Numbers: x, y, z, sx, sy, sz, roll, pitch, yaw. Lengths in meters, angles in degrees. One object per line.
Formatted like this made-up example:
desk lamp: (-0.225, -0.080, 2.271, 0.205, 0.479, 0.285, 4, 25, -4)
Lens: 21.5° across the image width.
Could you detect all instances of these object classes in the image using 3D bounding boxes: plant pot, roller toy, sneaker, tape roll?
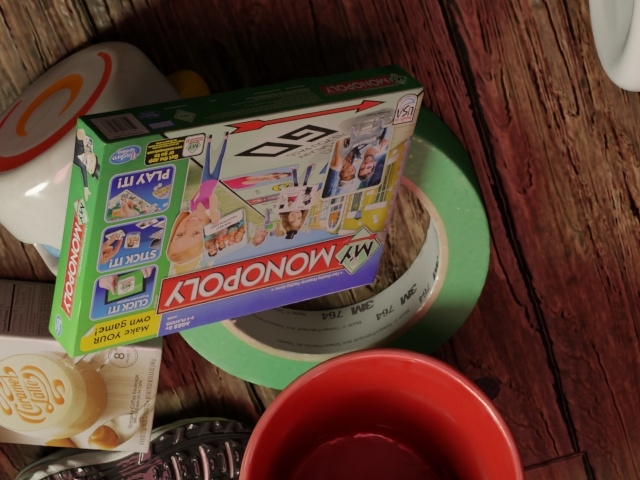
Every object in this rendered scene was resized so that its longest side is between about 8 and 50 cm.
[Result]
plant pot: (0.053, 0.260, 1.646, 0.274, 0.275, 0.243, -3, 166, -3)
roller toy: (-0.194, -0.066, 1.487, 0.191, 0.209, 0.146, -26, 123, 25)
sneaker: (-0.194, 0.234, 1.761, 0.271, 0.108, 0.100, -12, 108, -16)
tape roll: (0.000, 0.000, 1.619, 0.321, 0.077, 0.321, -2, 125, -3)

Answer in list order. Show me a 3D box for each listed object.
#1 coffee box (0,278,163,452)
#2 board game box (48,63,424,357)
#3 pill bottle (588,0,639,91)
coffee box: (-0.284, 0.122, 1.664, 0.246, 0.098, 0.141, 5, 124, -8)
board game box: (-0.068, -0.028, 1.427, 0.317, 0.046, 0.214, -13, 131, -34)
pill bottle: (0.421, -0.234, 1.411, 0.362, 0.210, 0.210, -3, 125, -4)
